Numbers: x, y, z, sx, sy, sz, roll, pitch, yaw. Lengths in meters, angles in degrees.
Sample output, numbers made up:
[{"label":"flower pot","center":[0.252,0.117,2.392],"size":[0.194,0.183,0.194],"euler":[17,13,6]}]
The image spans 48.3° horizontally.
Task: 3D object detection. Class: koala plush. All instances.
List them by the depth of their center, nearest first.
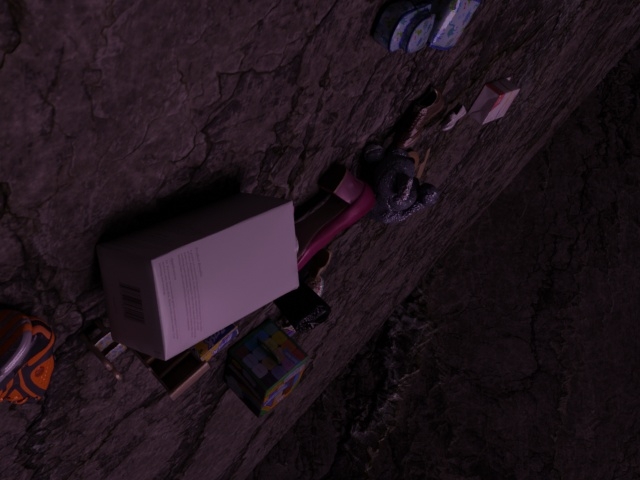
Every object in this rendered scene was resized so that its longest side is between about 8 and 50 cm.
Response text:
[{"label":"koala plush","center":[0.190,-0.156,1.887],"size":[0.203,0.196,0.221],"euler":[-36,165,-3]}]

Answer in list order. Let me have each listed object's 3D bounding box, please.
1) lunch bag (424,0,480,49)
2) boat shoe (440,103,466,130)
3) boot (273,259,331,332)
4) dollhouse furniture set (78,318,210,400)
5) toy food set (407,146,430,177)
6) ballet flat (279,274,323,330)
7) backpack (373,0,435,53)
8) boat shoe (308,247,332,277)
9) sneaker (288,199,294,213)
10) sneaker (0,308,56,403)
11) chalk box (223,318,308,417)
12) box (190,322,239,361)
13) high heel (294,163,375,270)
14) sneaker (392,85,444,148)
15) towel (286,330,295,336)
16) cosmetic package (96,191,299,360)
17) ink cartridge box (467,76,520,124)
[{"label":"lunch bag","center":[0.275,-0.483,1.534],"size":[0.151,0.096,0.129],"euler":[-7,137,-49]},{"label":"boat shoe","center":[0.397,-0.373,2.150],"size":[0.100,0.035,0.035],"euler":[-41,134,-8]},{"label":"boot","center":[-0.049,0.135,1.904],"size":[0.246,0.207,0.094],"euler":[-23,149,-54]},{"label":"dollhouse furniture set","center":[-0.338,0.213,1.481],"size":[0.212,0.161,0.242],"euler":[-42,161,-17]},{"label":"toy food set","center":[0.241,-0.215,2.125],"size":[0.192,0.038,0.132],"euler":[-26,146,-37]},{"label":"ballet flat","center":[-0.061,0.201,2.226],"size":[0.077,0.091,0.241],"euler":[-4,134,-34]},{"label":"backpack","center":[0.169,-0.428,1.426],"size":[0.114,0.084,0.105],"euler":[-30,153,-36]},{"label":"boat shoe","center":[0.003,0.059,2.128],"size":[0.045,0.050,0.135],"euler":[-37,169,-39]},{"label":"sneaker","center":[-0.083,-0.062,1.698],"size":[0.057,0.047,0.119],"euler":[-58,174,-40]},{"label":"sneaker","center":[-0.551,0.262,1.161],"size":[0.321,0.124,0.180],"euler":[-45,161,-9]},{"label":"chalk box","center":[-0.166,0.378,2.188],"size":[0.179,0.180,0.289],"euler":[-36,160,-32]},{"label":"box","center":[-0.294,0.271,1.874],"size":[0.169,0.054,0.059],"euler":[-41,161,-20]},{"label":"high heel","center":[0.000,0.000,1.793],"size":[0.377,0.127,0.181],"euler":[-51,137,1]},{"label":"sneaker","center":[0.249,-0.328,1.878],"size":[0.188,0.066,0.071],"euler":[-50,146,-9]},{"label":"towel","center":[-0.108,0.330,2.491],"size":[0.083,0.009,0.060],"euler":[-43,161,-13]},{"label":"cosmetic package","center":[-0.211,0.051,1.336],"size":[0.365,0.155,0.197],"euler":[-26,120,-49]},{"label":"ink cartridge box","center":[0.570,-0.454,2.307],"size":[0.198,0.067,0.115],"euler":[-27,153,-47]}]
